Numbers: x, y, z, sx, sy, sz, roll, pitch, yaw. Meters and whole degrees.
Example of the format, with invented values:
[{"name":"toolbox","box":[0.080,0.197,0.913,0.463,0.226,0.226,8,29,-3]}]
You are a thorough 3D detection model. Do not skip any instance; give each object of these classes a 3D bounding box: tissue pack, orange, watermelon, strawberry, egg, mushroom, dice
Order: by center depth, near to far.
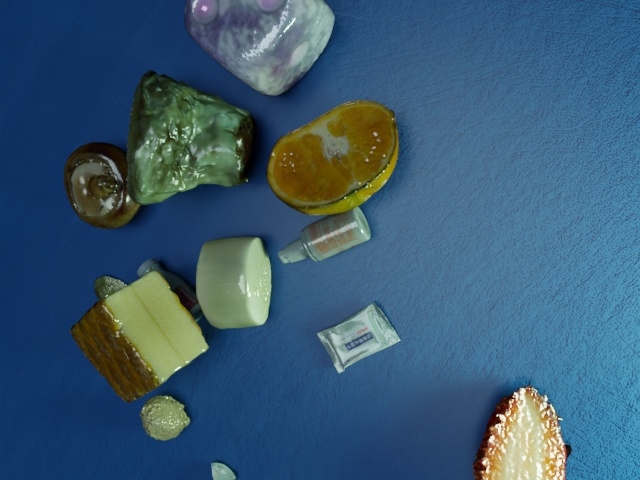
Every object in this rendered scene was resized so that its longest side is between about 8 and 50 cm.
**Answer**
[{"name":"strawberry","box":[0.483,0.514,1.370,0.233,0.138,0.307,22,74,-4]},{"name":"orange","box":[0.030,-0.190,1.381,0.310,0.274,0.275,-18,87,-24]},{"name":"dice","box":[-0.149,-0.543,1.404,0.271,0.270,0.270,42,104,11]},{"name":"tissue pack","box":[0.098,0.256,1.504,0.193,0.026,0.123,-32,85,16]},{"name":"mushroom","box":[-0.619,-0.154,1.625,0.253,0.153,0.253,5,102,22]},{"name":"watermelon","box":[-0.294,0.681,1.627,0.085,0.061,0.085,2,101,11]},{"name":"egg","box":[-0.453,0.513,1.638,0.140,0.116,0.118,44,82,-17]}]

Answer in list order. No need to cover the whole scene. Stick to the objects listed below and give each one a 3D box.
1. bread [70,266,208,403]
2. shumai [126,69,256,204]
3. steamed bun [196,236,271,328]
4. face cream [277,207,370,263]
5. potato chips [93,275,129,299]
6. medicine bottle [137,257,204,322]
[{"name":"bread","box":[-0.489,0.263,1.532,0.279,0.207,0.279,52,134,0]},{"name":"shumai","box":[-0.334,-0.255,1.486,0.323,0.397,0.324,5,117,-13]},{"name":"steamed bun","box":[-0.241,0.116,1.530,0.199,0.154,0.250,-3,89,16]},{"name":"face cream","box":[0.000,0.000,1.480,0.251,0.101,0.101,-25,86,17]},{"name":"potato chips","box":[-0.610,0.192,1.714,0.209,0.026,0.142,19,95,13]},{"name":"medicine bottle","box":[-0.426,0.144,1.620,0.216,0.090,0.090,40,103,12]}]
